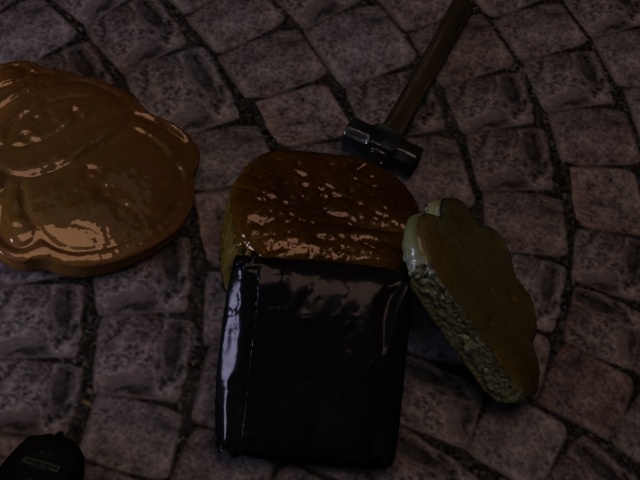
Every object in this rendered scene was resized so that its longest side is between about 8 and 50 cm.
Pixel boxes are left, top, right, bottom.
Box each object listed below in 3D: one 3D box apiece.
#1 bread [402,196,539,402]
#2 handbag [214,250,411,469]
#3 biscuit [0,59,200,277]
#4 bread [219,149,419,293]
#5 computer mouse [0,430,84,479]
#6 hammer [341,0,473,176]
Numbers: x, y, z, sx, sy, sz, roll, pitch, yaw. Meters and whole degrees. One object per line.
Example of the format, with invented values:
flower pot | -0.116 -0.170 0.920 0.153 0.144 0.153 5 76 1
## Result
bread | 0.194 0.063 1.829 0.287 0.056 0.207 57 31 -19
handbag | -0.008 0.144 1.715 0.223 0.080 0.247 6 90 -9
biscuit | -0.338 -0.096 1.897 0.351 0.057 0.312 36 54 13
bread | 0.000 0.000 1.852 0.253 0.142 0.227 8 46 -5
computer mouse | -0.323 0.284 1.630 0.099 0.057 0.172 14 38 11
hammer | 0.147 -0.239 2.121 0.111 0.043 0.365 24 51 7
